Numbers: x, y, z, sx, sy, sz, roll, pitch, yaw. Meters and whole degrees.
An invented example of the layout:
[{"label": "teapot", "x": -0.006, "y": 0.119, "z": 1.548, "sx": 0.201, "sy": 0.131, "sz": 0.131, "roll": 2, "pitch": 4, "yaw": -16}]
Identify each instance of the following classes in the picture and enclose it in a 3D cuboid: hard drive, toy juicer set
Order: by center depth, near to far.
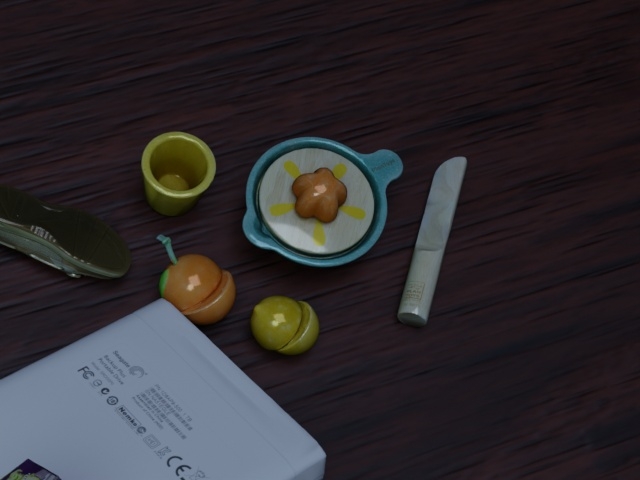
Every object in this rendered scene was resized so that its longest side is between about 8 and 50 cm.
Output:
[{"label": "hard drive", "x": -0.204, "y": 0.196, "z": 1.345, "sx": 0.353, "sy": 0.047, "sz": 0.233, "roll": -27, "pitch": 52, "yaw": -31}, {"label": "toy juicer set", "x": 0.000, "y": 0.000, "z": 1.526, "sx": 0.329, "sy": 0.089, "sz": 0.209, "roll": 0, "pitch": 65, "yaw": -13}]

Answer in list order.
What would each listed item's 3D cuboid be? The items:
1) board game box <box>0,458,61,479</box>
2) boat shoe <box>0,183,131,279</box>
[{"label": "board game box", "x": -0.215, "y": 0.352, "z": 1.203, "sx": 0.056, "sy": 0.347, "sz": 0.208, "roll": 16, "pitch": 47, "yaw": 45}, {"label": "boat shoe", "x": -0.247, "y": -0.001, "z": 1.501, "sx": 0.153, "sy": 0.048, "sz": 0.056, "roll": 21, "pitch": 50, "yaw": -10}]
